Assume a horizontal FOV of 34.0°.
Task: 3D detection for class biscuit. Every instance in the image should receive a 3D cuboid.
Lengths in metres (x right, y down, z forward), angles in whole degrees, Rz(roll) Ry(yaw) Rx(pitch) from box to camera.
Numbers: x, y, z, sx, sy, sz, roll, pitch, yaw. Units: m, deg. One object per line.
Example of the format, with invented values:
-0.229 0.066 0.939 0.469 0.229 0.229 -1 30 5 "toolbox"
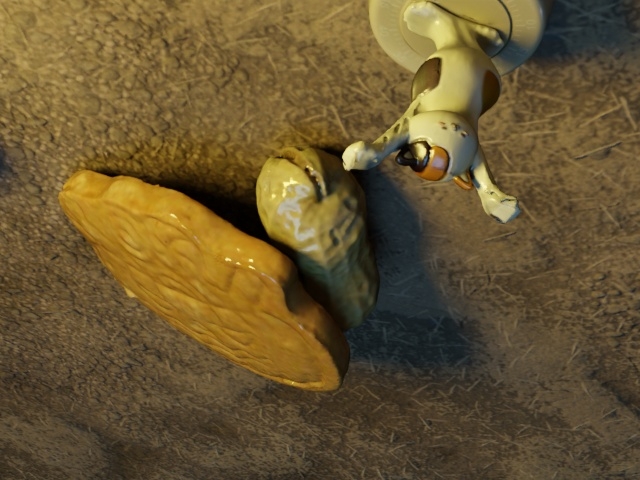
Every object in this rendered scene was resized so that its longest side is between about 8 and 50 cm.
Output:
-0.146 0.063 1.309 0.385 0.062 0.365 18 151 33 "biscuit"

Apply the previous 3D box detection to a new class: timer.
0.110 -0.144 0.883 0.175 0.266 0.175 7 145 5 "timer"

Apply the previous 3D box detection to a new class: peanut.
0.000 0.000 1.250 0.130 0.130 0.290 3 142 12 "peanut"
